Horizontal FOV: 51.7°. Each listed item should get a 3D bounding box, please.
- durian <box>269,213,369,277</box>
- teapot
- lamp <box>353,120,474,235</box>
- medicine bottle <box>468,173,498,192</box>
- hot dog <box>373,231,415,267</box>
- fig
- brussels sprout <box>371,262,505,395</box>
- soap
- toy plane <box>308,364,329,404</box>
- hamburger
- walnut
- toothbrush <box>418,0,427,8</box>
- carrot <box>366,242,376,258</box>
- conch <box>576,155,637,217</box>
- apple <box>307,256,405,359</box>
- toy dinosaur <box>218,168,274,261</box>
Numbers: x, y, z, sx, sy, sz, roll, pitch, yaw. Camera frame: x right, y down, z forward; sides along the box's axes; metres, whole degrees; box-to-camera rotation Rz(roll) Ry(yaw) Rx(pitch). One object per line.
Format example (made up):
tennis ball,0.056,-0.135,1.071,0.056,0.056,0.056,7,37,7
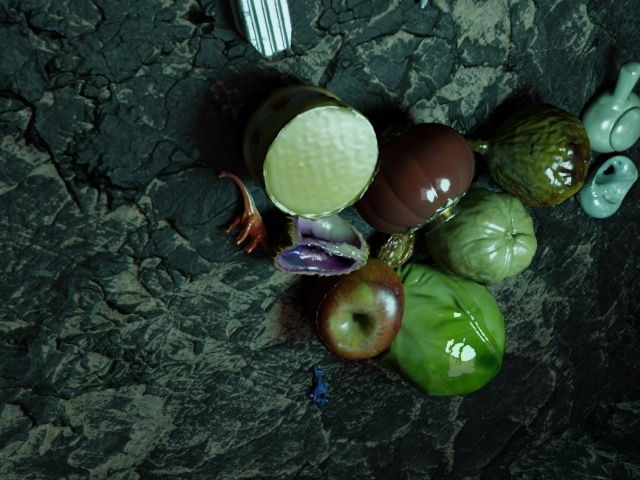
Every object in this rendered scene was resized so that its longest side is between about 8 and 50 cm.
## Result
durian,-0.009,-0.002,1.579,0.261,0.186,0.154,28,146,-35
teapot,0.870,-0.381,1.964,0.220,0.149,0.318,-53,138,7
lamp,0.215,-0.145,1.549,0.303,0.257,0.303,-34,178,-1
medicine bottle,0.494,-0.109,1.957,0.092,0.061,0.220,-26,137,8
hot dog,0.204,0.006,1.788,0.099,0.065,0.147,39,78,-31
fig,0.510,-0.229,1.771,0.369,0.286,0.286,2,125,-5
brussels sprout,0.359,0.269,1.916,0.426,0.361,0.342,1,124,-39
soap,-0.110,-0.423,1.239,0.100,0.056,0.149,-27,134,-16
toy plane,-0.005,0.446,2.008,0.062,0.054,0.167,-3,128,-5
hamburger,-0.012,-0.202,1.392,0.303,0.186,0.260,-14,129,-17
walnut,0.442,-0.011,1.817,0.282,0.277,0.253,-32,103,-11
toothbrush,0.262,-0.624,1.393,0.021,0.027,0.269,18,114,-7
carrot,0.129,0.026,1.793,0.035,0.035,0.165,-50,135,6
conch,0.948,-0.183,2.200,0.221,0.121,0.185,-51,137,-3
apple,0.093,0.173,1.734,0.252,0.206,0.271,1,110,2
toy dinosaur,-0.170,-0.042,1.495,0.101,0.055,0.279,-46,137,-12
